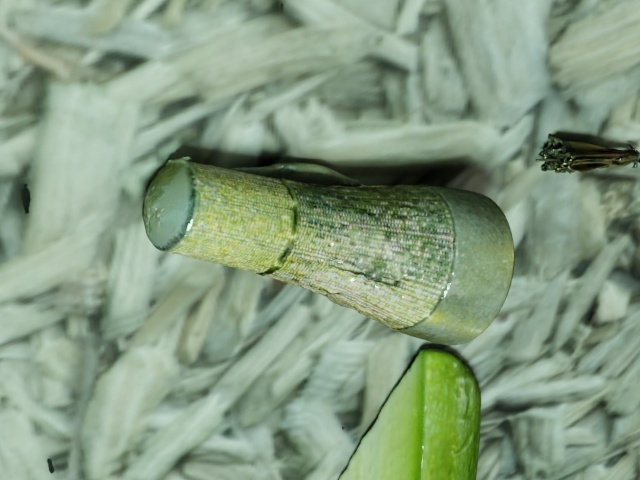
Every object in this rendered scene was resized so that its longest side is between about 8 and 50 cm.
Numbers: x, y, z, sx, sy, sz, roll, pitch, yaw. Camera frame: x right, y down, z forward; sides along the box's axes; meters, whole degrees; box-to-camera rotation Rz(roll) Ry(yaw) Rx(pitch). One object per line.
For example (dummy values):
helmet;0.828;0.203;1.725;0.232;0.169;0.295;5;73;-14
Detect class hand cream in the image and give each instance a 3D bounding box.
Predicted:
hand cream;0.000;0.000;0.868;0.203;0.084;0.084;11;123;-34

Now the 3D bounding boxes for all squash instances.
squash;0.032;0.203;1.128;0.111;0.203;0.288;3;93;-37

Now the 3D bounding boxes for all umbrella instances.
umbrella;0.152;-0.046;0.963;0.083;0.031;0.020;2;97;-40
